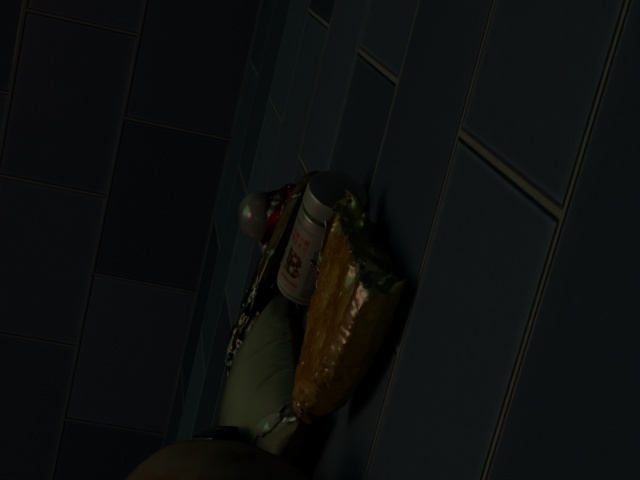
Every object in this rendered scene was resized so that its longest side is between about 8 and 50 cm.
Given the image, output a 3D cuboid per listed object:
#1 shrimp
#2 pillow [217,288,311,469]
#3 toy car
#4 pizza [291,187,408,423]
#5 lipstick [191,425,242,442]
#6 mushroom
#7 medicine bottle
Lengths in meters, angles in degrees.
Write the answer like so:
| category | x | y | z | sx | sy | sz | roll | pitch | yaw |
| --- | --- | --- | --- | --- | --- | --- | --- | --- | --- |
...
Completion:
| category | x | y | z | sx | sy | sz | roll | pitch | yaw |
| --- | --- | --- | --- | --- | --- | --- | --- | --- | --- |
| shrimp | -0.079 | 0.059 | 1.801 | 0.365 | 0.071 | 0.233 | -64 | -7 | 7 |
| pillow | -0.084 | 0.262 | 1.694 | 0.310 | 0.119 | 0.312 | -93 | 19 | -56 |
| toy car | -0.090 | -0.046 | 2.061 | 0.139 | 0.112 | 0.112 | 114 | 164 | -51 |
| pizza | 0.042 | 0.048 | 1.409 | 0.280 | 0.075 | 0.288 | 121 | 159 | -51 |
| lipstick | -0.103 | 0.405 | 1.572 | 0.051 | 0.051 | 0.312 | -10 | 97 | 44 |
| mushroom | -0.106 | 0.376 | 1.389 | 0.290 | 0.297 | 0.298 | -2 | -76 | -74 |
| medicine bottle | 0.000 | 0.000 | 1.619 | 0.086 | 0.086 | 0.183 | -92 | 16 | -50 |
